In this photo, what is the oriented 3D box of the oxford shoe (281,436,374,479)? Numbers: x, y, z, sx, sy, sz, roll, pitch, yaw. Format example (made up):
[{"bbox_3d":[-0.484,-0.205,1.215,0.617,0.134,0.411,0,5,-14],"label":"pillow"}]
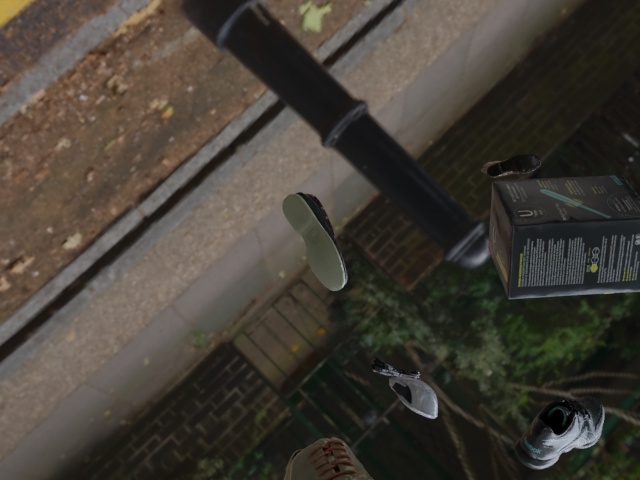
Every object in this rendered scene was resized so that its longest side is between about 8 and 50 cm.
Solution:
[{"bbox_3d":[0.008,0.346,1.166,0.140,0.147,0.397,-3,166,-18],"label":"oxford shoe"}]

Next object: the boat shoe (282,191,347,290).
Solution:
[{"bbox_3d":[0.001,-0.001,1.052,0.049,0.133,0.042,-37,165,34],"label":"boat shoe"}]

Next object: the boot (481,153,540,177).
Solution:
[{"bbox_3d":[0.370,-0.146,1.665,0.106,0.037,0.114,-9,-176,8],"label":"boot"}]

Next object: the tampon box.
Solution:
[{"bbox_3d":[0.291,-0.006,1.010,0.120,0.161,0.101,-91,178,-61],"label":"tampon box"}]

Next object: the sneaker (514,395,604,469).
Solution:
[{"bbox_3d":[0.504,0.371,1.727,0.267,0.101,0.106,-20,134,-41],"label":"sneaker"}]

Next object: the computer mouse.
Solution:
[{"bbox_3d":[0.162,0.257,1.510,0.042,0.106,0.193,-63,-159,5],"label":"computer mouse"}]
